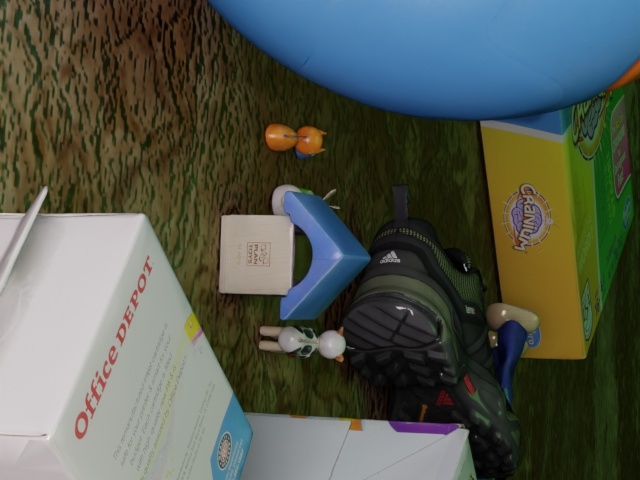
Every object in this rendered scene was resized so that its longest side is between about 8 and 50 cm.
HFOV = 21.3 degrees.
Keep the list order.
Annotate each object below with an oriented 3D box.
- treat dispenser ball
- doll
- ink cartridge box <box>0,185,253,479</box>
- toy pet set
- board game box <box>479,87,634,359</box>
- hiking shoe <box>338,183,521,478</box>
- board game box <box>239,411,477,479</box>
[{"bbox_3d":[0.062,-0.192,0.696,0.288,0.288,0.288,1,90,-70],"label":"treat dispenser ball"},{"bbox_3d":[0.114,0.143,1.188,0.129,0.046,0.189,102,4,-56],"label":"doll"},{"bbox_3d":[-0.094,0.057,0.570,0.143,0.090,0.092,69,30,-44],"label":"ink cartridge box"},{"bbox_3d":[0.000,0.000,0.855,0.114,0.065,0.122,8,83,-70],"label":"toy pet set"},{"bbox_3d":[0.189,-0.101,1.358,0.242,0.064,0.316,-58,144,-54],"label":"board game box"},{"bbox_3d":[0.080,0.065,1.045,0.227,0.086,0.114,65,33,-52],"label":"hiking shoe"},{"bbox_3d":[0.006,0.227,0.770,0.144,0.142,0.275,-63,147,-48],"label":"board game box"}]
